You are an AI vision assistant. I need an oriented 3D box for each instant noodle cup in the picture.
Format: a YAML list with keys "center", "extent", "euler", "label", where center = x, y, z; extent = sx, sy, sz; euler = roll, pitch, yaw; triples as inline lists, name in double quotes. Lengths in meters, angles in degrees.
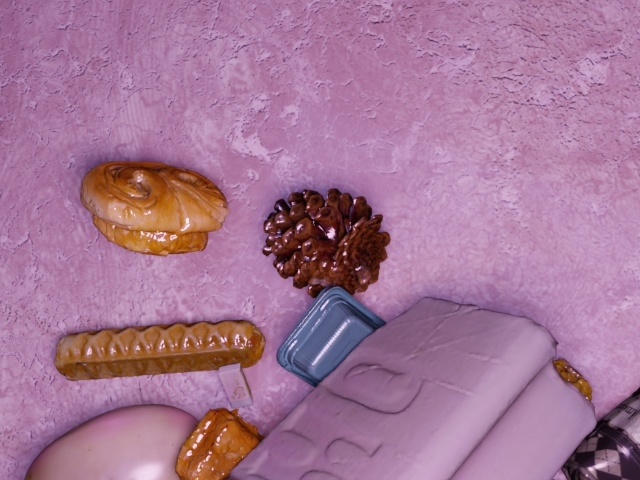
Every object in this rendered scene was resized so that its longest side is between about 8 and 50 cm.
- center: [0.033, 0.174, 1.501]
  extent: [0.157, 0.179, 0.070]
  euler: [-52, 45, -1]
  label: "instant noodle cup"

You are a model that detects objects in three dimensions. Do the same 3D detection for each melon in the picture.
- center: [-0.323, 0.383, 1.498]
  extent: [0.317, 0.223, 0.223]
  euler: [-27, 78, 4]
  label: "melon"

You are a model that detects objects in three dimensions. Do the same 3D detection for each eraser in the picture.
- center: [-0.140, 0.243, 1.569]
  extent: [0.038, 0.019, 0.083]
  euler: [-14, 122, 5]
  label: "eraser"

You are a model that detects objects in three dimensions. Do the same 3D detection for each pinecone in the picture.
- center: [-0.002, 0.001, 1.535]
  extent: [0.212, 0.168, 0.185]
  euler: [17, 125, 15]
  label: "pinecone"

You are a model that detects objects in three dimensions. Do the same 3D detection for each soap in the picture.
- center: [0.123, 0.302, 1.348]
  extent: [0.435, 0.350, 0.213]
  euler: [-43, 114, -19]
  label: "soap"

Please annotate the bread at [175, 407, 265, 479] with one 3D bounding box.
- center: [-0.108, 0.362, 1.459]
  extent: [0.077, 0.271, 0.139]
  euler: [19, 69, 46]
  label: "bread"

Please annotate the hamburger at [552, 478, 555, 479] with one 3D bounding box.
- center: [0.297, 0.506, 1.378]
  extent: [0.170, 0.290, 0.314]
  euler: [-4, 74, 52]
  label: "hamburger"

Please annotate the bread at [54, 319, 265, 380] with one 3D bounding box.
- center: [-0.273, 0.185, 1.596]
  extent: [0.367, 0.077, 0.084]
  euler: [-5, 77, 8]
  label: "bread"

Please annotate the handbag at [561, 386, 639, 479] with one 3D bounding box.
- center: [0.612, 0.324, 1.407]
  extent: [0.416, 0.180, 0.317]
  euler: [-39, 86, -4]
  label: "handbag"

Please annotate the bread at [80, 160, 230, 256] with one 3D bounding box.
- center: [-0.277, -0.060, 1.565]
  extent: [0.198, 0.236, 0.120]
  euler: [40, 122, 49]
  label: "bread"

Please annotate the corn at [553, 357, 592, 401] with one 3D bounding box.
- center: [0.306, 0.323, 1.480]
  extent: [0.102, 0.102, 0.313]
  euler: [39, 92, 12]
  label: "corn"
